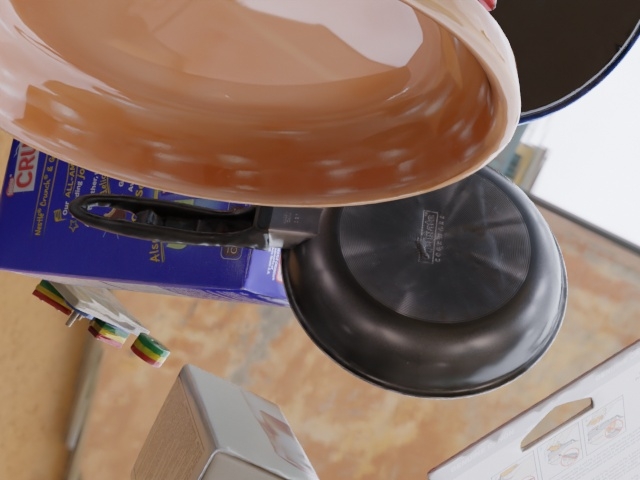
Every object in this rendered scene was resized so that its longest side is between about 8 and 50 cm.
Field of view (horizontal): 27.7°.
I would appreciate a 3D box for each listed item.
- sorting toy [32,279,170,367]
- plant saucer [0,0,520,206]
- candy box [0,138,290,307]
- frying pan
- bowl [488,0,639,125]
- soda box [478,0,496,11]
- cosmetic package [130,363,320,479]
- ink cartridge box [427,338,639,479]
[{"bbox_3d":[-0.313,0.080,1.678,0.274,0.132,0.046,37,-86,42],"label":"sorting toy"},{"bbox_3d":[-0.034,-0.063,0.427,0.200,0.200,0.037,-17,-120,52],"label":"plant saucer"},{"bbox_3d":[-0.149,-0.082,1.252,0.317,0.122,0.268,5,-101,31],"label":"candy box"},{"bbox_3d":[0.017,-0.019,0.879,0.197,0.326,0.053,-54,168,-32],"label":"frying pan"},{"bbox_3d":[0.192,-0.297,1.330,0.391,0.391,0.077,-61,-149,11],"label":"bowl"},{"bbox_3d":[-0.044,-0.129,0.616,0.263,0.092,0.083,-14,-129,39],"label":"soda box"},{"bbox_3d":[-0.100,0.250,1.317,0.153,0.129,0.296,-63,-166,5],"label":"cosmetic package"},{"bbox_3d":[0.236,0.230,1.328,0.296,0.261,0.066,-29,-142,-15],"label":"ink cartridge box"}]
